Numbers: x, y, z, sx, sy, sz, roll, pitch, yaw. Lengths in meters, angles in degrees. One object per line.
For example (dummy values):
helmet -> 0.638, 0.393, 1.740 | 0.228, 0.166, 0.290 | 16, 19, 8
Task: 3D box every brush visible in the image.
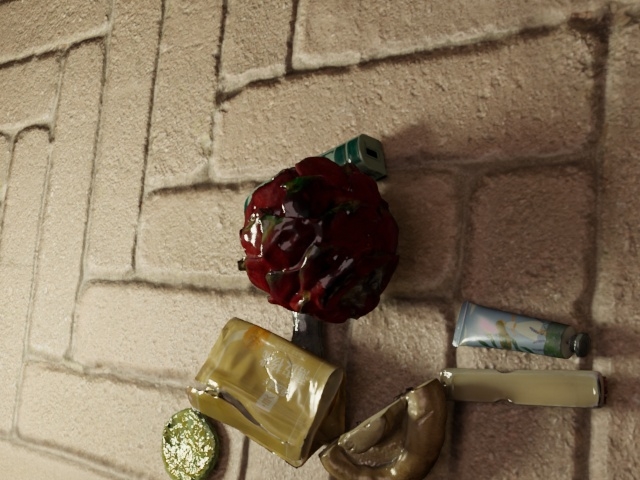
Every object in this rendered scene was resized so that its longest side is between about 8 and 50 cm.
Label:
brush -> 0.338, 0.249, 1.358 | 0.321, 0.050, 0.060 | -8, 78, 47

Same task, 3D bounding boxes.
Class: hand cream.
hand cream -> 0.339, 0.162, 1.374 | 0.256, 0.055, 0.088 | 6, 81, 48

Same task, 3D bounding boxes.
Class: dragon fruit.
dragon fruit -> -0.001, 0.000, 1.520 | 0.329, 0.329, 0.329 | -9, 75, 39

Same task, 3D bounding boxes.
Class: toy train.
toy train -> -0.046, -0.113, 1.727 | 0.407, 0.088, 0.086 | -22, 68, 36

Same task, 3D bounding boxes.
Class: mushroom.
mushroom -> 0.137, 0.372, 1.445 | 0.285, 0.156, 0.151 | -40, 78, 25

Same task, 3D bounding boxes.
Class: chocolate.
chocolate -> -0.027, 0.192, 1.660 | 0.072, 0.072, 0.167 | -7, 75, 40

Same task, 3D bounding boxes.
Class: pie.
pie -> -0.303, 0.480, 1.856 | 0.187, 0.041, 0.187 | -10, 74, 39

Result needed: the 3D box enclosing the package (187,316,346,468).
package -> -0.113, 0.315, 1.601 | 0.311, 0.165, 0.221 | 21, 122, 39
